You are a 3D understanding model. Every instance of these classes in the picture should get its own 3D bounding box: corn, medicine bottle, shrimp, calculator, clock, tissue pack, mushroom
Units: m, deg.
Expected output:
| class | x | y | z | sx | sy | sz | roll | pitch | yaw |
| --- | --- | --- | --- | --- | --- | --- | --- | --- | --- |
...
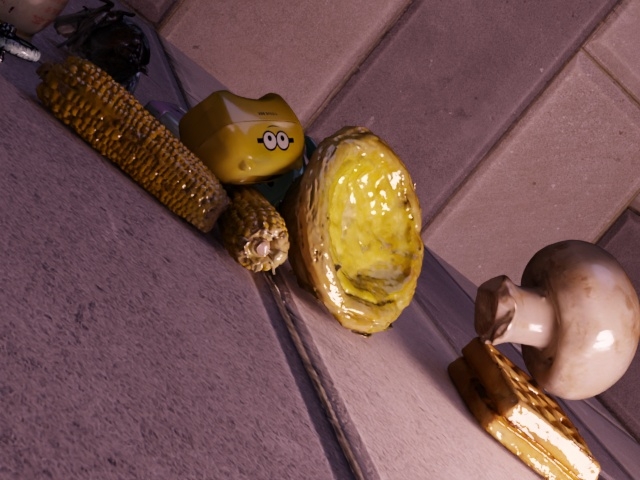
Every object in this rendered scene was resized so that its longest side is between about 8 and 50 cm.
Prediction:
| class | x | y | z | sx | sy | sz | roll | pitch | yaw |
| --- | --- | --- | --- | --- | --- | --- | --- | --- | --- |
| corn | -0.106 | -0.027 | 1.479 | 0.091 | 0.091 | 0.260 | 12 | 13 | -17 |
| medicine bottle | -0.467 | -0.378 | 1.538 | 0.147 | 0.143 | 0.147 | 38 | 13 | -10 |
| shrimp | -0.375 | -0.334 | 1.725 | 0.410 | 0.166 | 0.221 | -115 | -178 | -61 |
| calculator | -0.265 | -0.213 | 1.952 | 0.141 | 0.045 | 0.246 | 41 | 7 | 1 |
| clock | -0.098 | -0.117 | 1.666 | 0.148 | 0.189 | 0.060 | 39 | 7 | 6 |
| tissue pack | -0.110 | -0.143 | 1.484 | 0.178 | 0.123 | 0.127 | -5 | 67 | -50 |
| mushroom | 0.426 | 0.144 | 1.862 | 0.289 | 0.298 | 0.297 | 1 | 17 | -10 |
| corn | -0.256 | -0.137 | 1.392 | 0.320 | 0.097 | 0.097 | 42 | 7 | -6 |

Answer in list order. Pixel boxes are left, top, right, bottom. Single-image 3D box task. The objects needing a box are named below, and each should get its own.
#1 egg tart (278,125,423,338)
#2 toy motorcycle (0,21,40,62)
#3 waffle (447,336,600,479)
| class | x | y | z | sx | sy | sz | roll | pitch | yaw |
| --- | --- | --- | --- | --- | --- | --- | --- | --- | --- |
| egg tart | 0.043 | -0.011 | 1.607 | 0.132 | 0.346 | 0.345 | -9 | -27 | 35 |
| toy motorcycle | -0.452 | -0.257 | 1.083 | 0.168 | 0.113 | 0.315 | 32 | 11 | 30 |
| waffle | 0.353 | 0.306 | 1.786 | 0.224 | 0.098 | 0.328 | 37 | 9 | -12 |
